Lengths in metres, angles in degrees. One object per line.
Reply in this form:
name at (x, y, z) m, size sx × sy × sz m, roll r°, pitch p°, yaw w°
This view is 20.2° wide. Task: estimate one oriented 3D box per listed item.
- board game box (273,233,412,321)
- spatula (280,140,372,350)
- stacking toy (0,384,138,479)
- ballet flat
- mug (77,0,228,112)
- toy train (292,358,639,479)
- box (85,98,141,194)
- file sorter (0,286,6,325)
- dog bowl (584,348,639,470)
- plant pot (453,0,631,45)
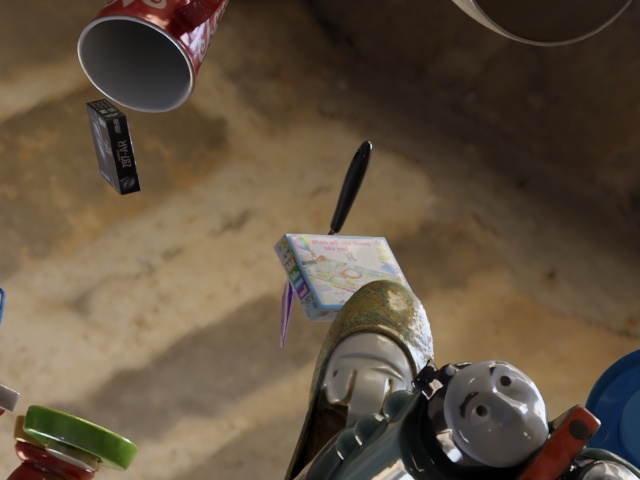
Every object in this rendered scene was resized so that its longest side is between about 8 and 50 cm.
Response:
board game box at (0.031, 0.042, 2.024) m, size 0.154 × 0.103 × 0.026 m, roll 2°, pitch 142°, yaw -41°
spatula at (0.000, 0.000, 2.153) m, size 0.084 × 0.030 × 0.296 m, roll -94°, pitch -152°, yaw -56°
stacking toy at (-0.369, 0.245, 2.034) m, size 0.279 × 0.309 × 0.130 m, roll -7°, pitch -121°, yaw 63°
ballet flat at (0.029, 0.194, 1.711) m, size 0.123 × 0.123 × 0.348 m, roll 122°, pitch -12°, yaw -76°
mug at (-0.127, -0.217, 1.683) m, size 0.150 × 0.113 × 0.169 m, roll -2°, pitch -138°, yaw 24°
toy train at (0.090, 0.190, 1.218) m, size 0.142 × 0.190 × 0.334 m, roll -47°, pitch 178°, yaw -30°
box at (-0.174, -0.079, 1.508) m, size 0.018 × 0.067 × 0.083 m, roll -15°, pitch -161°, yaw -15°
file sorter at (-0.337, 0.102, 1.457) m, size 0.170 × 0.104 × 0.118 m, roll -62°, pitch -165°, yaw 13°
dog bowl at (0.392, 0.211, 1.693) m, size 0.166 × 0.297 × 0.074 m, roll -58°, pitch 155°, yaw -22°
plant pot at (0.217, -0.374, 2.051) m, size 0.284 × 0.284 × 0.191 m, roll -37°, pitch -153°, yaw -17°
